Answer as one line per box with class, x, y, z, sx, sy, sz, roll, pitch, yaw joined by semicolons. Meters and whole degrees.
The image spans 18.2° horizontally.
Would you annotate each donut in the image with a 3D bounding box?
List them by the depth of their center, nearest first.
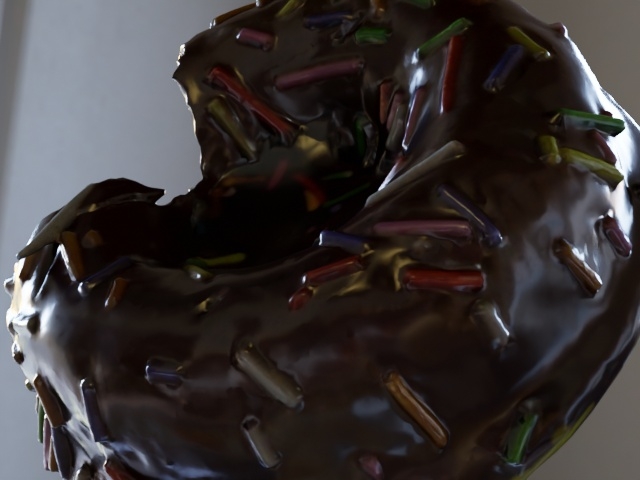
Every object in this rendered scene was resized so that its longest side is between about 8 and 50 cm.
donut;0.001;0.000;0.658;0.216;0.230;0.096;28;-28;49
